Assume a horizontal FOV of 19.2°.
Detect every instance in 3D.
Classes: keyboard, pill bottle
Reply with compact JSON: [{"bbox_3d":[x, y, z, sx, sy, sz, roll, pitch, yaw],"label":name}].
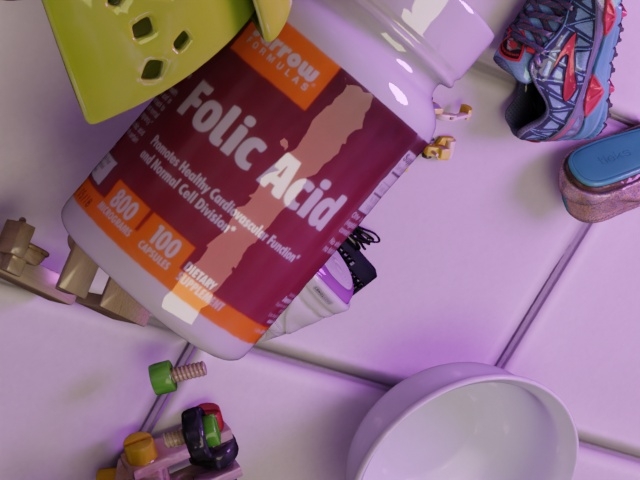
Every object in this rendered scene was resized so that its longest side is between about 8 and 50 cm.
[{"bbox_3d":[0.000,0.000,2.070,0.100,0.038,0.192,-41,128,3],"label":"keyboard"},{"bbox_3d":[-0.035,-0.101,1.749,0.392,0.224,0.224,-50,127,3],"label":"pill bottle"}]

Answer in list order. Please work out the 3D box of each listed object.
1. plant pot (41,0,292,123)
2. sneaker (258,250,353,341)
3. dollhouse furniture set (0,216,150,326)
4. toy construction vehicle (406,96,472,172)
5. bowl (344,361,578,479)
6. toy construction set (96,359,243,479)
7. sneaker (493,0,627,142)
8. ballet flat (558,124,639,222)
[{"bbox_3d":[-0.154,-0.270,1.620,0.207,0.227,0.228,-20,126,-5],"label":"plant pot"},{"bbox_3d":[-0.101,-0.001,1.973,0.152,0.114,0.305,-30,120,21],"label":"sneaker"},{"bbox_3d":[-0.249,-0.004,1.908,0.144,0.151,0.123,29,77,-35],"label":"dollhouse furniture set"},{"bbox_3d":[0.112,-0.113,2.054,0.098,0.035,0.086,1,118,-26],"label":"toy construction vehicle"},{"bbox_3d":[0.144,0.251,2.230,0.298,0.134,0.298,-12,124,-19],"label":"bowl"},{"bbox_3d":[-0.195,0.325,2.101,0.237,0.257,0.309,-14,149,4],"label":"toy construction set"},{"bbox_3d":[0.250,-0.212,2.017,0.125,0.104,0.262,-12,123,-16],"label":"sneaker"},{"bbox_3d":[0.416,-0.097,2.181,0.316,0.107,0.106,-15,143,-10],"label":"ballet flat"}]
